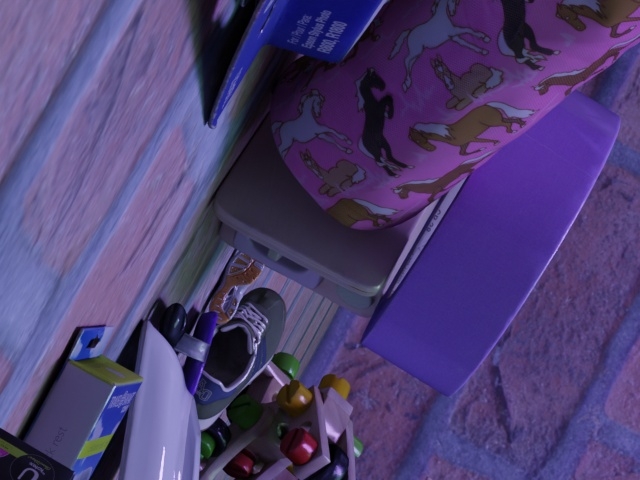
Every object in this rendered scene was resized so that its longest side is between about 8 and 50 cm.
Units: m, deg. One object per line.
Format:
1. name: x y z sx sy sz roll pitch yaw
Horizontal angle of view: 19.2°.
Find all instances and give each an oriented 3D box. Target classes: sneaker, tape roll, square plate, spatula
1. sneaker: -0.082 0.040 1.768 0.083 0.032 0.037 -56 -172 -11
2. tape roll: 0.140 -0.008 1.575 0.275 0.090 0.275 -58 179 -1
3. sneaker: -0.079 0.103 1.888 0.192 0.064 0.086 -54 176 -40
4. square plate: -0.138 0.270 1.558 0.347 0.049 0.344 95 -1 -74
5. spatula: -0.116 0.086 1.605 0.296 0.030 0.084 78 27 -80

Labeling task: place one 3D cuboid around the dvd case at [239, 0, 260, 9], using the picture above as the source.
1. dvd case: 0.017 -0.264 1.157 0.221 0.018 0.164 -61 176 -28

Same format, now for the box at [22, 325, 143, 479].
1. box: -0.175 0.144 1.260 0.178 0.042 0.109 -62 176 1

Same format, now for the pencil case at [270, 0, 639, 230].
1. pencil case: 0.119 -0.156 1.360 0.160 0.167 0.386 -15 165 -40

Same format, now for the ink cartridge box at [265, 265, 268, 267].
1. ink cartridge box: 0.000 0.000 1.898 0.062 0.109 0.209 -66 174 28

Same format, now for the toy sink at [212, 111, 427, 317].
1. toy sink: 0.013 -0.037 1.580 0.234 0.153 0.131 -60 175 -37

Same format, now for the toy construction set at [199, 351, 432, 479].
1. toy construction set: -0.007 0.229 2.127 0.257 0.309 0.237 -56 -174 46

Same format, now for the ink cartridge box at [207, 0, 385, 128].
1. ink cartridge box: 0.053 -0.225 1.175 0.330 0.071 0.324 -61 -177 -12

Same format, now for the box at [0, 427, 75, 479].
1. box: -0.186 0.159 1.091 0.052 0.062 0.083 -56 172 -45
